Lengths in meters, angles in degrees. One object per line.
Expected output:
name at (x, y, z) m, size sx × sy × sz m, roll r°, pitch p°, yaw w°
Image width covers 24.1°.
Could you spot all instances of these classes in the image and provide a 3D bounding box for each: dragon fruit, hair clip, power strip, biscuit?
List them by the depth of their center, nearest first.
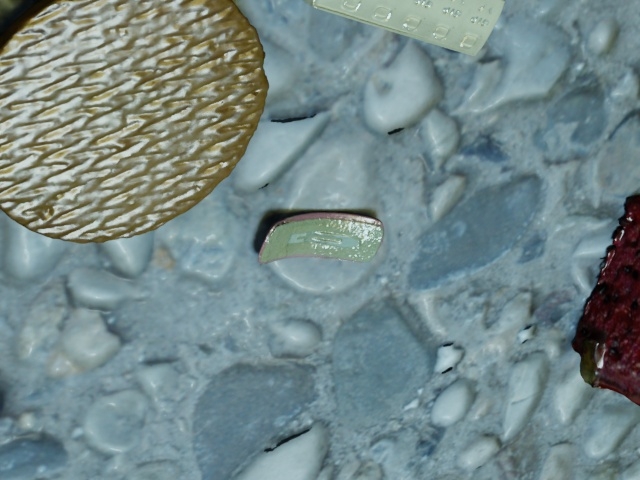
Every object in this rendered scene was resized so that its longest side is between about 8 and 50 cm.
biscuit at (-0.166, -0.111, 1.241) m, size 0.262 × 0.037 × 0.262 m, roll -17°, pitch 130°, yaw -22°
power strip at (0.068, -0.216, 1.319) m, size 0.252 × 0.027 × 0.060 m, roll 10°, pitch 117°, yaw -38°
hair clip at (0.000, -0.001, 1.445) m, size 0.137 × 0.022 × 0.054 m, roll -1°, pitch 124°, yaw -32°
dragon fruit at (0.415, 0.080, 1.616) m, size 0.240 × 0.330 × 0.302 m, roll 39°, pitch 100°, yaw -23°
